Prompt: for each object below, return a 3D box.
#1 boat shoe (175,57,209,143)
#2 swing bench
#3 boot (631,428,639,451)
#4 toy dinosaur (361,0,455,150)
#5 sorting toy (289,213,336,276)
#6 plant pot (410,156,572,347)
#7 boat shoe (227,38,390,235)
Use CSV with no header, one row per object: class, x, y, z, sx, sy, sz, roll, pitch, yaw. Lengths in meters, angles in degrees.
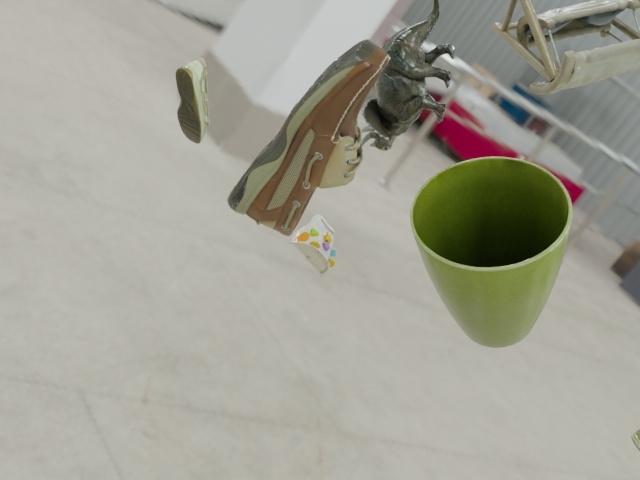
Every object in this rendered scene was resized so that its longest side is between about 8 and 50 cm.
boat shoe,-0.202,-0.226,1.846,0.056,0.153,0.048,27,50,30
swing bench,0.500,-0.390,2.118,0.253,0.165,0.254,-13,56,-16
boot,0.675,0.350,1.991,0.213,0.165,0.077,30,21,-6
toy dinosaur,0.159,-0.299,2.084,0.160,0.313,0.121,10,18,3
sorting toy,0.000,0.000,1.772,0.083,0.045,0.075,48,41,-30
plant pot,0.310,0.051,2.020,0.275,0.275,0.293,53,-17,43
boat shoe,0.002,-0.127,1.508,0.120,0.324,0.122,38,39,-4
